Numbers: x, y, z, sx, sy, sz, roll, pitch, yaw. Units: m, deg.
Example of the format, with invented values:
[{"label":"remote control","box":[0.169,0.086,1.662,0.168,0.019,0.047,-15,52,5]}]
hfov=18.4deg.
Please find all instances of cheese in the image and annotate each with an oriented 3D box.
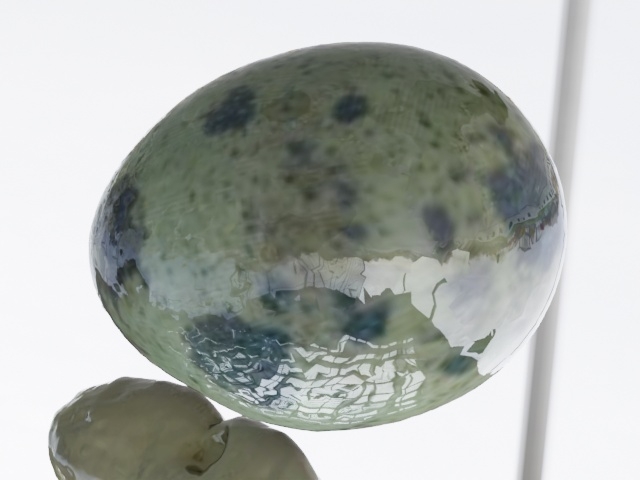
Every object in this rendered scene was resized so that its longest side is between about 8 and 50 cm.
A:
[{"label":"cheese","box":[-0.068,0.172,1.204,0.093,0.159,0.263,-41,-147,-24]}]

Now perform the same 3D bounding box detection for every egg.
[{"label":"egg","box":[0.000,0.000,0.722,0.182,0.141,0.141,-7,-170,19]}]
